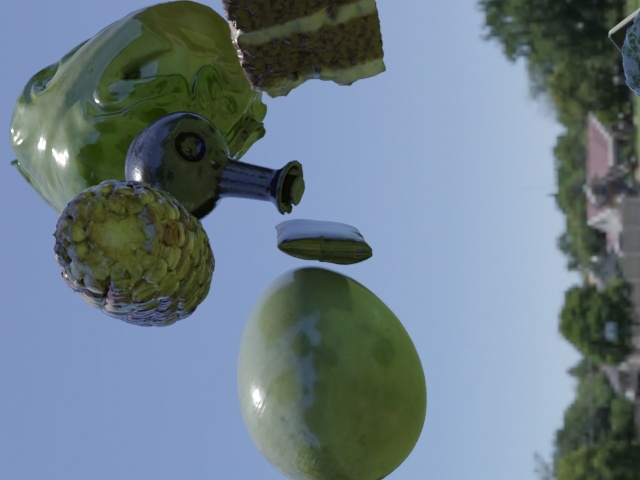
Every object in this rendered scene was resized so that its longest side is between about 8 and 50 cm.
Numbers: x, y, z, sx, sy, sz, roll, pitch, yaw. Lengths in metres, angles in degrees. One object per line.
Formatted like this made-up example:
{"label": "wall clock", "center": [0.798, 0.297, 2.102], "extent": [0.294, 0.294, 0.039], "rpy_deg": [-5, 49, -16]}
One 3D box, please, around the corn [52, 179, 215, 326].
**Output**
{"label": "corn", "center": [-0.125, 0.010, 0.790], "extent": [0.290, 0.098, 0.098], "rpy_deg": [104, 166, -82]}

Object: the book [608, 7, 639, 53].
{"label": "book", "center": [0.532, -0.263, 1.358], "extent": [0.217, 0.310, 0.021], "rpy_deg": [46, -154, -13]}

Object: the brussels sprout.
{"label": "brussels sprout", "center": [-0.231, -0.142, 1.433], "extent": [0.247, 0.328, 0.328], "rpy_deg": [44, -159, -1]}

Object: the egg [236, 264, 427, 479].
{"label": "egg", "center": [0.006, 0.154, 1.355], "extent": [0.218, 0.218, 0.295], "rpy_deg": [68, -179, -53]}

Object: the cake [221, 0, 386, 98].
{"label": "cake", "center": [-0.018, -0.217, 0.989], "extent": [0.147, 0.135, 0.135], "rpy_deg": [70, -173, -59]}

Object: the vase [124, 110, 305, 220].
{"label": "vase", "center": [-0.104, -0.065, 1.169], "extent": [0.120, 0.182, 0.120], "rpy_deg": [11, -90, -70]}

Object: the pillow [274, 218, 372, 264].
{"label": "pillow", "center": [0.000, 0.000, 1.393], "extent": [0.203, 0.113, 0.038], "rpy_deg": [-103, 18, -83]}

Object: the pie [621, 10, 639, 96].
{"label": "pie", "center": [0.477, -0.212, 1.220], "extent": [0.306, 0.306, 0.071], "rpy_deg": [64, -152, -58]}
